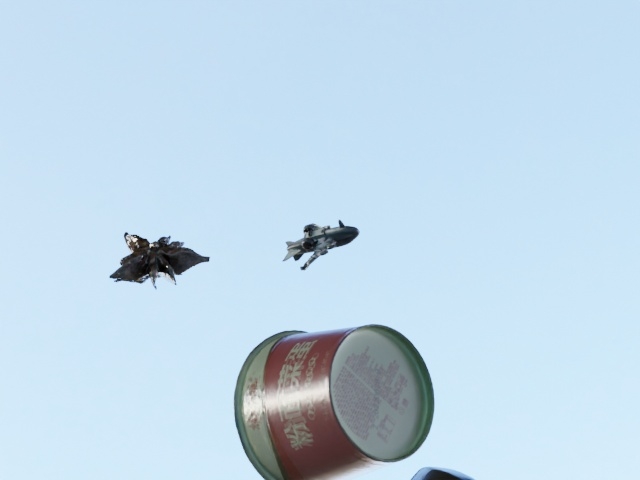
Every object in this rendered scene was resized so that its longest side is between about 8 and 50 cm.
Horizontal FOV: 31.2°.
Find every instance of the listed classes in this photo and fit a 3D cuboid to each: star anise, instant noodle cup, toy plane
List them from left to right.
[{"bbox_3d":[-0.216,0.025,1.581,0.129,0.124,0.056,4,-56,1],"label":"star anise"},{"bbox_3d":[0.000,0.000,1.190,0.083,0.079,0.031,-21,-59,17],"label":"toy plane"},{"bbox_3d":[0.027,0.214,1.518,0.234,0.235,0.178,28,-32,-28],"label":"instant noodle cup"}]

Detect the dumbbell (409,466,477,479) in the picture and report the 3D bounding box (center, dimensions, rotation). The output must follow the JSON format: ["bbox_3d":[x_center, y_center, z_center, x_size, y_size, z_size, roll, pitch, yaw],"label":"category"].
[{"bbox_3d":[0.040,0.238,0.564,0.218,0.152,0.152,-45,-43,-15],"label":"dumbbell"}]
